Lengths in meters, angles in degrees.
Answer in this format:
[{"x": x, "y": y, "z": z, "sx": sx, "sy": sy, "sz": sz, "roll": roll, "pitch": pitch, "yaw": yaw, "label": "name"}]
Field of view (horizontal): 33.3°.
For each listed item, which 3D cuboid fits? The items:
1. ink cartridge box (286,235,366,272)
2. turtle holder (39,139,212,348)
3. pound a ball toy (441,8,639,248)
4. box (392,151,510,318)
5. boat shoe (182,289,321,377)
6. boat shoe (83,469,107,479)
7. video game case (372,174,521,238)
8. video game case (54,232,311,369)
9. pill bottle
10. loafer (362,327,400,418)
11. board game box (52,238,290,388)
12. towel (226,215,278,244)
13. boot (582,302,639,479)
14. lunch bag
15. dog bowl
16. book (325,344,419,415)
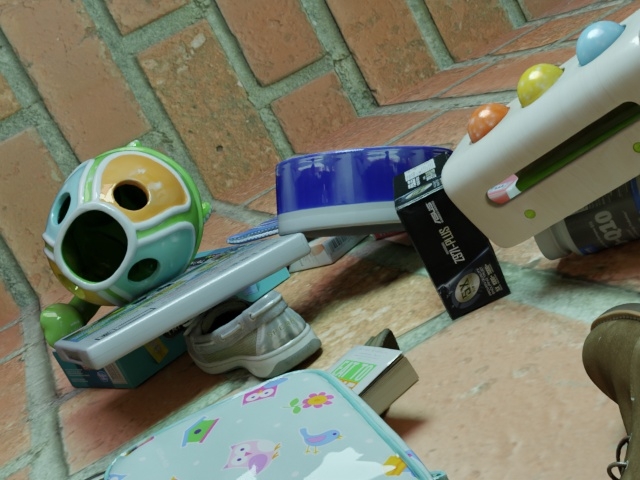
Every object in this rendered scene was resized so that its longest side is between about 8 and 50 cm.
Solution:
[{"x": 0.000, "y": 0.000, "z": 1.827, "sx": 0.179, "sy": 0.045, "sz": 0.145, "roll": -10, "pitch": 21, "yaw": 48, "label": "ink cartridge box"}, {"x": -0.343, "y": 0.001, "z": 1.693, "sx": 0.320, "sy": 0.243, "sz": 0.227, "roll": -28, "pitch": 8, "yaw": 15, "label": "turtle holder"}, {"x": 0.257, "y": -0.136, "z": 1.127, "sx": 0.319, "sy": 0.136, "sz": 0.208, "roll": -35, "pitch": 14, "yaw": 46, "label": "pound a ball toy"}, {"x": 0.152, "y": -0.011, "z": 1.278, "sx": 0.077, "sy": 0.147, "sz": 0.180, "roll": -26, "pitch": 13, "yaw": 9, "label": "box"}, {"x": -0.108, "y": 0.114, "z": 1.441, "sx": 0.118, "sy": 0.103, "sz": 0.320, "roll": -32, "pitch": 12, "yaw": -21, "label": "boat shoe"}, {"x": -0.253, "y": 0.289, "z": 1.081, "sx": 0.227, "sy": 0.081, "sz": 0.068, "roll": -33, "pitch": 17, "yaw": -10, "label": "boat shoe"}, {"x": 0.236, "y": -0.084, "z": 1.696, "sx": 0.285, "sy": 0.025, "sz": 0.204, "roll": -16, "pitch": 17, "yaw": 45, "label": "video game case"}, {"x": -0.204, "y": 0.085, "z": 1.516, "sx": 0.329, "sy": 0.036, "sz": 0.300, "roll": -29, "pitch": 7, "yaw": -21, "label": "video game case"}, {"x": 0.306, "y": -0.028, "z": 1.175, "sx": 0.137, "sy": 0.078, "sz": 0.078, "roll": -21, "pitch": 14, "yaw": 32, "label": "pill bottle"}, {"x": 0.048, "y": 0.138, "z": 1.104, "sx": 0.050, "sy": 0.056, "sz": 0.148, "roll": -16, "pitch": 16, "yaw": 23, "label": "loafer"}, {"x": -0.252, "y": 0.122, "z": 1.792, "sx": 0.336, "sy": 0.079, "sz": 0.254, "roll": -36, "pitch": 14, "yaw": -32, "label": "board game box"}, {"x": -0.005, "y": -0.061, "z": 1.905, "sx": 0.243, "sy": 0.040, "sz": 0.336, "roll": -17, "pitch": 4, "yaw": 18, "label": "towel"}, {"x": 0.218, "y": 0.126, "z": 0.682, "sx": 0.115, "sy": 0.112, "sz": 0.305, "roll": -39, "pitch": 14, "yaw": 1, "label": "boot"}, {"x": -0.025, "y": 0.208, "z": 0.769, "sx": 0.224, "sy": 0.108, "sz": 0.279, "roll": -23, "pitch": 24, "yaw": -13, "label": "lunch bag"}, {"x": 0.067, "y": -0.066, "z": 1.541, "sx": 0.265, "sy": 0.104, "sz": 0.265, "roll": -4, "pitch": -2, "yaw": 0, "label": "dog bowl"}, {"x": 0.011, "y": 0.157, "z": 1.008, "sx": 0.144, "sy": 0.035, "sz": 0.096, "roll": -40, "pitch": 20, "yaw": -23, "label": "book"}]
